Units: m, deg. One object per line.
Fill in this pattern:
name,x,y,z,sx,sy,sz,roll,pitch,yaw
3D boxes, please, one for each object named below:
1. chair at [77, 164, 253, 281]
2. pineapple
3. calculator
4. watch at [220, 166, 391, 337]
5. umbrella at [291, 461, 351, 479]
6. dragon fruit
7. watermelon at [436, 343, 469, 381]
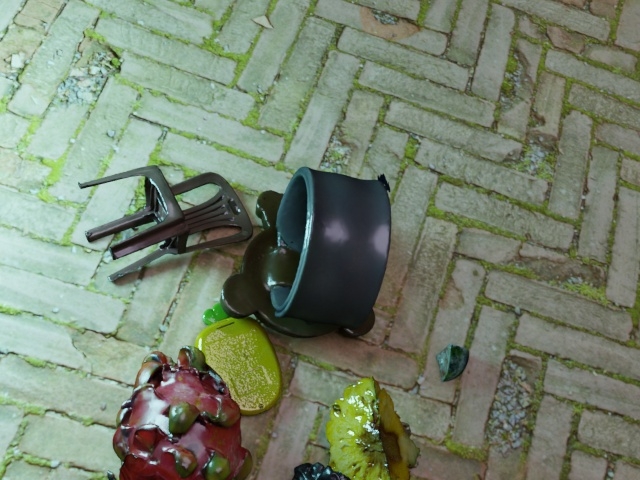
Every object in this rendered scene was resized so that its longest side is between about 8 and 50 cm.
chair,-0.283,-0.055,1.754,0.326,0.183,0.176,-23,71,-23
pineapple,0.096,0.381,1.675,0.164,0.139,0.250,1,72,-60
calculator,-0.157,0.222,1.722,0.146,0.032,0.235,-19,69,-23
watch,0.000,0.000,1.697,0.313,0.327,0.335,12,58,-16
umbrella,-0.061,0.532,1.527,0.154,0.128,0.337,27,68,26
dragon fruit,-0.242,0.315,1.534,0.307,0.227,0.243,48,27,19
watermelon,0.263,0.238,1.820,0.061,0.085,0.085,20,54,32
